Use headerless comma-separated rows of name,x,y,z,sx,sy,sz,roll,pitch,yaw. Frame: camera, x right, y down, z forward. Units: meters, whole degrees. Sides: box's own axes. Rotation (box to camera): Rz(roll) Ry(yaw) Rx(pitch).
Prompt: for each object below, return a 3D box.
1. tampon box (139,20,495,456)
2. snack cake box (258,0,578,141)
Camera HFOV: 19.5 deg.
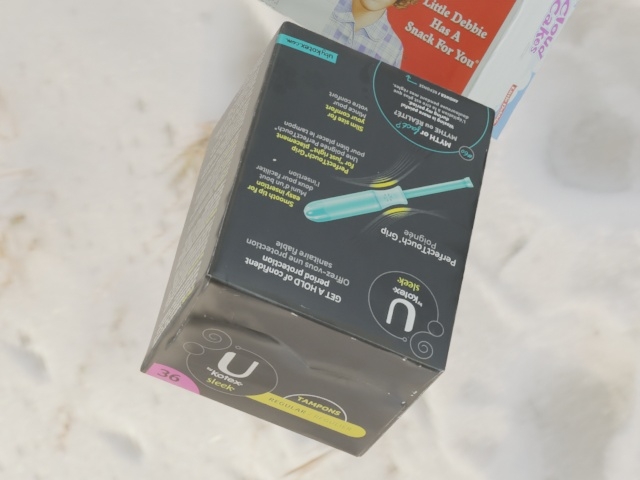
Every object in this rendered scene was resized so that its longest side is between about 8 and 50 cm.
tampon box,0.000,0.000,0.903,0.120,0.161,0.101,23,143,-11
snack cake box,0.074,-0.218,1.608,0.264,0.089,0.152,35,98,30
